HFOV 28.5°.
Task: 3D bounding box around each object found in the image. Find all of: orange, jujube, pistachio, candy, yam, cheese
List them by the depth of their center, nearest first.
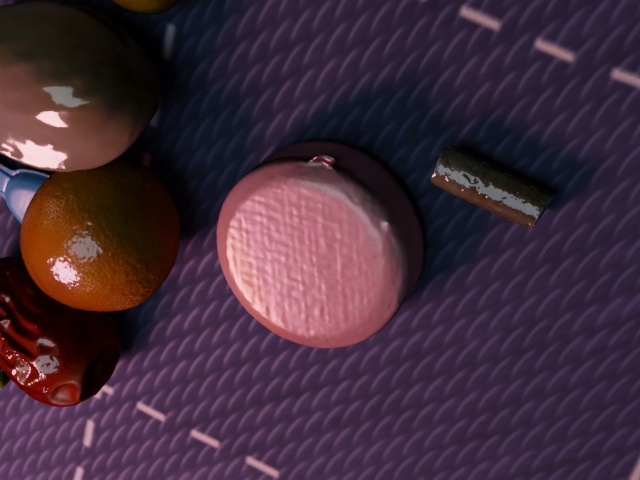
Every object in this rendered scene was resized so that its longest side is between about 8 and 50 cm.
[{"bbox_3d":[0.189,-0.058,1.388,0.132,0.054,0.054,26,121,12],"label":"yam"},{"bbox_3d":[0.000,0.000,1.477,0.255,0.094,0.255,10,117,21],"label":"candy"},{"bbox_3d":[-0.320,-0.185,1.494,0.288,0.166,0.197,13,97,21],"label":"pistachio"},{"bbox_3d":[-0.271,-0.006,1.549,0.206,0.206,0.206,10,117,21],"label":"orange"},{"bbox_3d":[-0.400,-0.066,1.672,0.256,0.037,0.106,33,122,10],"label":"cheese"},{"bbox_3d":[-0.376,0.116,1.683,0.230,0.155,0.155,42,124,14],"label":"jujube"}]

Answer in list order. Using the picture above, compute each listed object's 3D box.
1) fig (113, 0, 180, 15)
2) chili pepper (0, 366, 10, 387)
[{"bbox_3d":[-0.192,-0.327,1.400,0.154,0.144,0.166,4,131,-17],"label":"fig"},{"bbox_3d":[-0.533,0.144,1.809,0.204,0.072,0.073,28,124,11],"label":"chili pepper"}]
